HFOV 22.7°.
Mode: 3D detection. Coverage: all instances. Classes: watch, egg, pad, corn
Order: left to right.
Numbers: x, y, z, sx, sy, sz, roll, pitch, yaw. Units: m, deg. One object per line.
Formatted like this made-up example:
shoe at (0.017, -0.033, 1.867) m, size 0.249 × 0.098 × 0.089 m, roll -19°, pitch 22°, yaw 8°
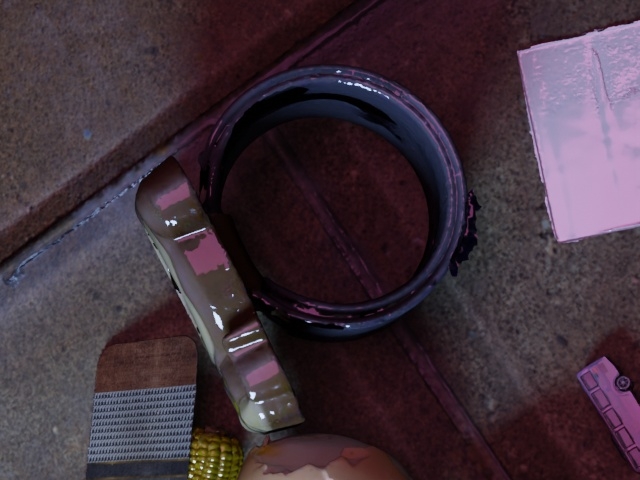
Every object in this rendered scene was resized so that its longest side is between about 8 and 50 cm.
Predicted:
pad at (-0.162, 0.217, 1.719) m, size 0.323 × 0.055 × 0.250 m, roll -21°, pitch 61°, yaw 56°
corn at (-0.146, 0.317, 1.764) m, size 0.080 × 0.080 × 0.231 m, roll 15°, pitch 85°, yaw 17°
watch at (0.000, 0.000, 1.705) m, size 0.327 × 0.314 × 0.335 m, roll -26°, pitch 82°, yaw -6°
egg at (0.012, 0.315, 1.658) m, size 0.201 × 0.201 × 0.244 m, roll -11°, pitch 88°, yaw 13°
pad at (0.311, -0.121, 1.758) m, size 0.157 × 0.004 × 0.232 m, roll -13°, pitch 77°, yaw 13°

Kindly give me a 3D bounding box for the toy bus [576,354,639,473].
toy bus at (0.321, 0.185, 1.682) m, size 0.052 × 0.037 × 0.130 m, roll -33°, pitch 73°, yaw 10°
